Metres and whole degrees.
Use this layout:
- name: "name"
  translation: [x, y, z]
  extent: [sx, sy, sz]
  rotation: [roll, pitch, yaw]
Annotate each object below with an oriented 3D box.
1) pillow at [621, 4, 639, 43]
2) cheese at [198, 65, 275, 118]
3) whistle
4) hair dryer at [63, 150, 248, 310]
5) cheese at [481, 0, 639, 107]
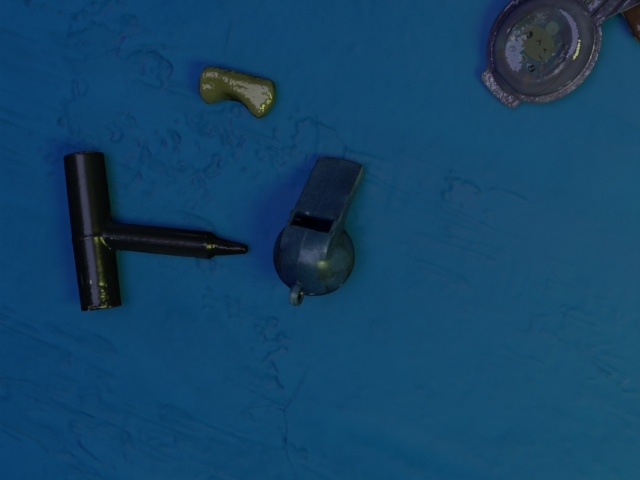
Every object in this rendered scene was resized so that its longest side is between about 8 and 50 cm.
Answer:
- name: "pillow"
  translation: [0.296, -0.305, 1.021]
  extent: [0.126, 0.043, 0.232]
  rotation: [-32, 87, 29]
- name: "cheese"
  translation: [-0.088, -0.155, 1.156]
  extent: [0.083, 0.030, 0.044]
  rotation: [14, 91, 9]
- name: "whistle"
  translation: [0.000, 0.000, 1.125]
  extent: [0.090, 0.090, 0.158]
  rotation: [16, 59, 15]
- name: "hair dryer"
  translation: [-0.177, -0.020, 1.186]
  extent: [0.195, 0.050, 0.173]
  rotation: [-8, 92, 12]
- name: "cheese"
  translation: [0.229, -0.205, 1.043]
  extent: [0.105, 0.042, 0.191]
  rotation: [47, 114, 11]
